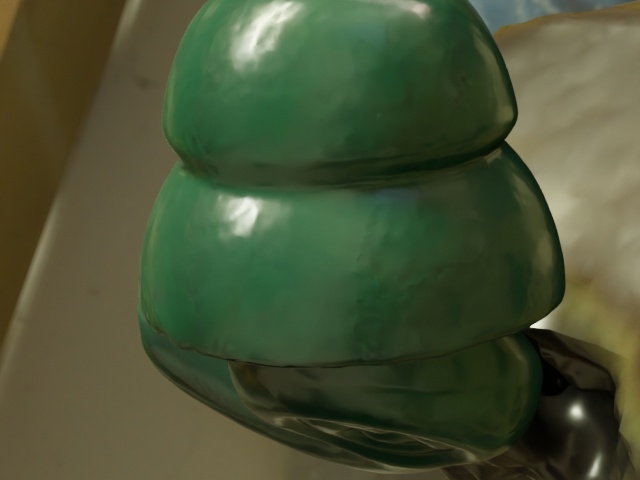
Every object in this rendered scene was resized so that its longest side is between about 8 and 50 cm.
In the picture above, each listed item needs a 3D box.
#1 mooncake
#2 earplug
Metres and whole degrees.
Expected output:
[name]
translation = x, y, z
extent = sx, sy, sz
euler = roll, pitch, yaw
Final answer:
[mooncake]
translation = 0.162, 0.070, 1.007
extent = 0.246, 0.393, 0.394
euler = 48, -151, -39
[earplug]
translation = 0.006, -0.003, 0.744
extent = 0.257, 0.164, 0.280
euler = -107, 15, -64
